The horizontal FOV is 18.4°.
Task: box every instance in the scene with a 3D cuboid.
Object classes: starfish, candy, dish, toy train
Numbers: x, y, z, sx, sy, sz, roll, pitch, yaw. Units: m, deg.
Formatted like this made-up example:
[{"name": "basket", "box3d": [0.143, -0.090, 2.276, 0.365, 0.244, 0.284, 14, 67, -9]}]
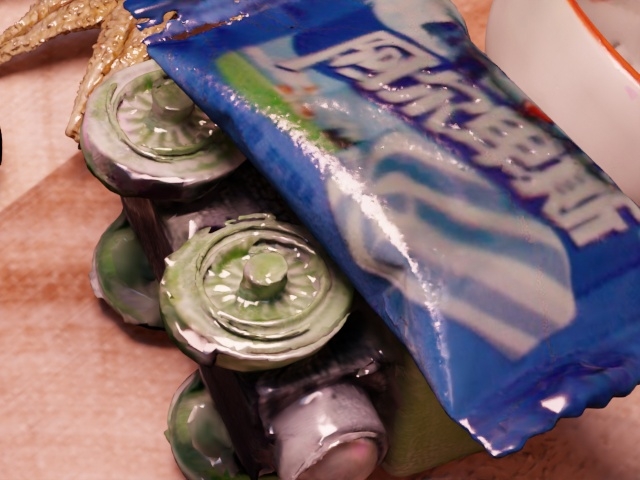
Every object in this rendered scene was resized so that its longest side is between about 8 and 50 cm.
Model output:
[{"name": "starfish", "box3d": [-0.129, -0.163, 1.320, 0.231, 0.048, 0.295, -37, 40, -8]}, {"name": "candy", "box3d": [0.057, -0.040, 1.046, 0.187, 0.077, 0.331, -24, 60, -29]}, {"name": "dish", "box3d": [0.201, -0.073, 1.189, 0.256, 0.117, 0.256, 26, 31, -17]}, {"name": "toy train", "box3d": [0.000, 0.000, 1.152, 0.249, 0.173, 0.307, -18, 53, -18]}]

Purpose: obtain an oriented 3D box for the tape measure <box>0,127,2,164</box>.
[{"name": "tape measure", "box3d": [-0.291, -0.058, 1.246, 0.186, 0.112, 0.199, -25, 61, -7]}]
